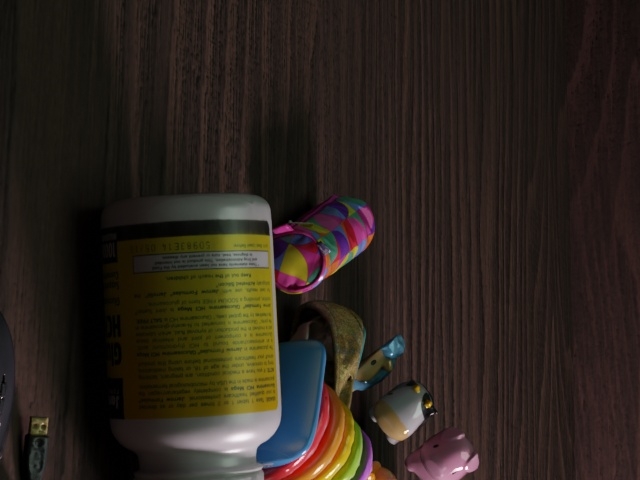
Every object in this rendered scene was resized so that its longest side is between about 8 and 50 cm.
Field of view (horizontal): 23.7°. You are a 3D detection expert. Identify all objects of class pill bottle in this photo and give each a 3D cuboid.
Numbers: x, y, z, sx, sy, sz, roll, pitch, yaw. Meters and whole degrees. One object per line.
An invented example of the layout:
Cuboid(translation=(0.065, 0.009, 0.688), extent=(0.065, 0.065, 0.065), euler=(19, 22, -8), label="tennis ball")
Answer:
Cuboid(translation=(-0.139, 0.122, 1.653), extent=(0.188, 0.188, 0.334), euler=(6, 80, -68), label="pill bottle")

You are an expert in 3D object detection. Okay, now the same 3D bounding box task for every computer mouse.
Cuboid(translation=(-0.296, 0.158, 1.421), extent=(0.184, 0.060, 0.262), euler=(5, 81, -67), label="computer mouse")

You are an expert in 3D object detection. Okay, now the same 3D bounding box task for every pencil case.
Cuboid(translation=(0.000, 0.000, 2.157), extent=(0.236, 0.104, 0.104), euler=(-33, 117, -67), label="pencil case")

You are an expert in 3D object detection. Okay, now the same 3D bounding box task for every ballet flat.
Cuboid(translation=(-0.015, 0.238, 2.074), extent=(0.123, 0.123, 0.348), euler=(54, 38, -53), label="ballet flat")

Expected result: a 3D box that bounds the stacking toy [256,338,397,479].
Cuboid(translation=(0.001, 0.264, 1.916), extent=(0.302, 0.175, 0.166), euler=(40, 47, -42), label="stacking toy")

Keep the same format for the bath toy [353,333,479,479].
Cuboid(translation=(0.182, 0.311, 2.310), extent=(0.348, 0.129, 0.151), euler=(53, 24, 3), label="bath toy")
